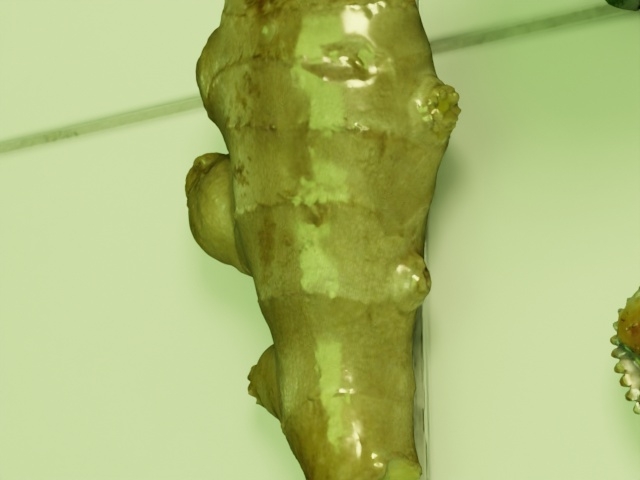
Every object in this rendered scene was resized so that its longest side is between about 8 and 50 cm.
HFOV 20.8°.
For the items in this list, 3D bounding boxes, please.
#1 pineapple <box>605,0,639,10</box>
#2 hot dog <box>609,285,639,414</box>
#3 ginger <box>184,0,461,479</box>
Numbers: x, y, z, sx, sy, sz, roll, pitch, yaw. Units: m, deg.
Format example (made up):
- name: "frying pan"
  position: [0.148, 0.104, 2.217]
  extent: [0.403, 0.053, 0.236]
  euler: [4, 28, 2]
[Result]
- name: "pineapple"
  position: [0.186, -0.238, 0.998]
  extent: [0.262, 0.272, 0.263]
  euler: [-4, 63, 8]
- name: "hot dog"
  position: [0.287, 0.026, 0.985]
  extent: [0.268, 0.075, 0.144]
  euler: [-39, 57, 21]
- name: "ginger"
  position: [-0.022, -0.001, 1.167]
  extent: [0.236, 0.166, 0.376]
  euler: [7, 79, 28]
